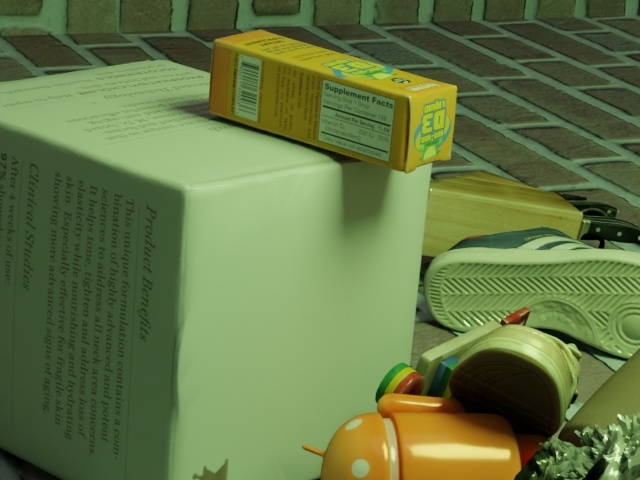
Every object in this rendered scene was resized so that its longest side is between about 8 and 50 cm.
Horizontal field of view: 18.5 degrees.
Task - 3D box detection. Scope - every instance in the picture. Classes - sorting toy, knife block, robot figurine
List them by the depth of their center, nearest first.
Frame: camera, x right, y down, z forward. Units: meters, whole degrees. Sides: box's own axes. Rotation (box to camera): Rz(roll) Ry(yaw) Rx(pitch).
[{"bbox_3d":[0.095,0.215,1.722,0.219,0.158,0.128,2,-3,-8],"label":"robot figurine"},{"bbox_3d":[0.136,0.156,1.919,0.046,0.132,0.274,34,30,25],"label":"sorting toy"},{"bbox_3d":[0.269,-0.008,2.439,0.242,0.088,0.276,19,15,25],"label":"knife block"}]

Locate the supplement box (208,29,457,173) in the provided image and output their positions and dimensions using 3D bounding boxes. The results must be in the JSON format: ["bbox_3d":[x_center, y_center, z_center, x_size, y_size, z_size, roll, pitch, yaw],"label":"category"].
[{"bbox_3d":[0.009,-0.128,1.783,0.233,0.080,0.078,21,25,33],"label":"supplement box"}]

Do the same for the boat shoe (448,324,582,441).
[{"bbox_3d":[0.187,0.126,1.797,0.109,0.098,0.302,26,-17,14],"label":"boat shoe"}]

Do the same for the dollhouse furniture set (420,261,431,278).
[{"bbox_3d":[0.118,0.026,2.408,0.152,0.058,0.076,1,19,-8],"label":"dollhouse furniture set"}]

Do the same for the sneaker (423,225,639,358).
[{"bbox_3d":[0.303,0.045,2.271,0.350,0.131,0.148,9,23,17],"label":"sneaker"}]

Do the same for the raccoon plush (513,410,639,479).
[{"bbox_3d":[0.334,0.185,1.462,0.446,0.216,0.299,-21,-12,-27],"label":"raccoon plush"}]

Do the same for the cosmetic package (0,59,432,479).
[{"bbox_3d":[-0.153,0.034,1.899,0.394,0.329,0.327,20,23,39],"label":"cosmetic package"}]

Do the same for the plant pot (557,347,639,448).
[{"bbox_3d":[0.340,0.180,1.751,0.229,0.263,0.263,-27,31,-23],"label":"plant pot"}]
